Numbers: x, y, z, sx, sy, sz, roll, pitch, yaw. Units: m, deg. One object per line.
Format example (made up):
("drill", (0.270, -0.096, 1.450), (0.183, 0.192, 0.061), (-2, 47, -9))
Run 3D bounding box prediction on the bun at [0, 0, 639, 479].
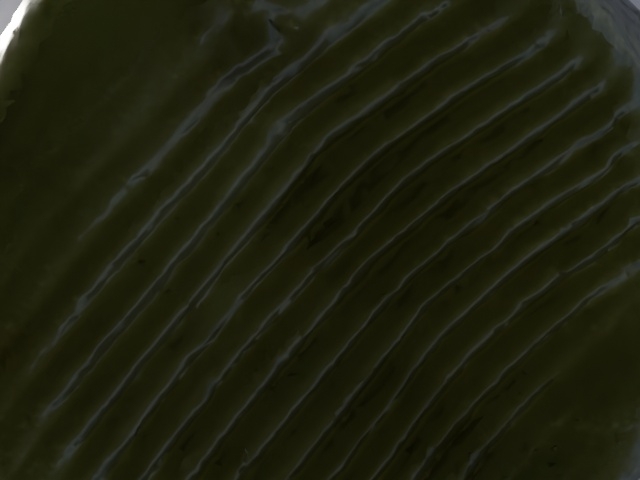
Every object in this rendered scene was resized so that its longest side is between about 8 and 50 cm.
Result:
("bun", (0.000, 0.000, 0.409), (0.231, 0.133, 0.231), (-3, -73, -9))
